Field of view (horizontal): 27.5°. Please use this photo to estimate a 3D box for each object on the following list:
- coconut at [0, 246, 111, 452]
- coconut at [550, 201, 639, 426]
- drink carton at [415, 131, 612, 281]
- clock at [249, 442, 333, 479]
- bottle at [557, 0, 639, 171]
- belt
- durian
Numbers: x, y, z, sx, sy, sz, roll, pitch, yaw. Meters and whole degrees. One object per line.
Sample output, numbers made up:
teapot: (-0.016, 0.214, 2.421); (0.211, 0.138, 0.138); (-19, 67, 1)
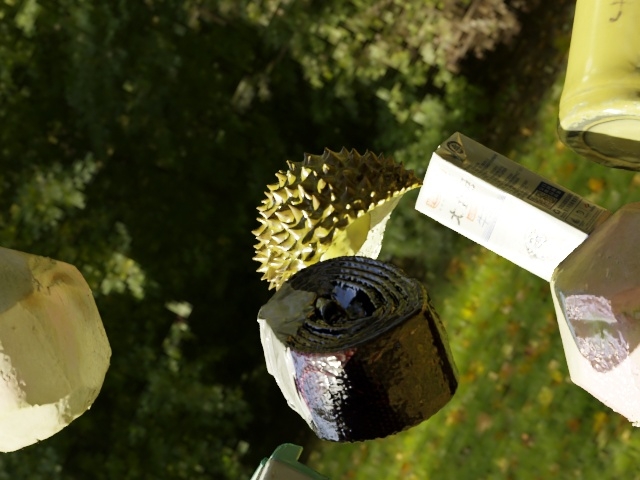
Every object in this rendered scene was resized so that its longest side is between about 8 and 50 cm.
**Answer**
coconut: (-0.364, 0.116, 1.516); (0.241, 0.241, 0.241); (-61, 5, 9)
coconut: (0.383, 0.073, 1.487); (0.233, 0.233, 0.245); (-73, -29, -65)
drink carton: (0.329, -0.053, 2.252); (0.106, 0.315, 0.131); (-40, -26, -48)
clock: (0.008, 0.331, 1.269); (0.116, 0.231, 0.262); (-61, 0, -32)
bottle: (0.339, -0.253, 1.269); (0.171, 0.171, 0.351); (134, 150, -73)
belt: (0.040, 0.127, 1.470); (0.184, 0.164, 0.289); (-28, 20, -10)
durian: (0.000, 0.000, 1.742); (0.172, 0.166, 0.306); (59, 139, 45)
